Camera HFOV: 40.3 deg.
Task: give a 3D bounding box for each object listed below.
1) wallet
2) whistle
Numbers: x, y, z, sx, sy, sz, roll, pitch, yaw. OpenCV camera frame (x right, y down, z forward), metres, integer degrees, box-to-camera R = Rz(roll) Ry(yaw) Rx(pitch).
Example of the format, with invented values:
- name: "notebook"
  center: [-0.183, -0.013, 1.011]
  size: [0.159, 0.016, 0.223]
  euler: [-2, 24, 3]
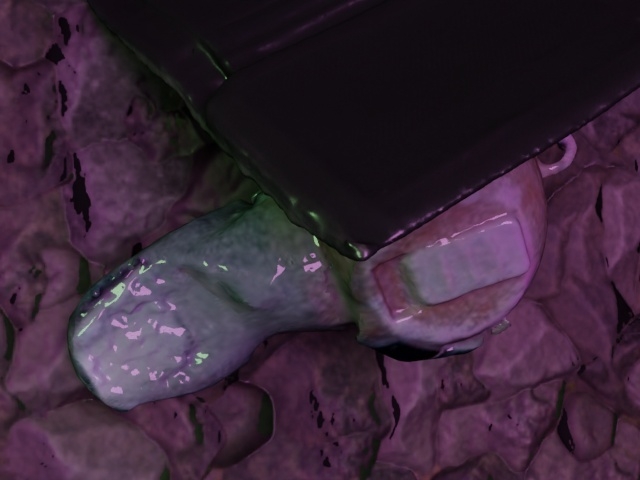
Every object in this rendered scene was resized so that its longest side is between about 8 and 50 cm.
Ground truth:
- name: "wallet"
  center: [0.019, -0.132, 0.527]
  size: [0.247, 0.323, 0.041]
  euler: [-33, 137, -19]
- name: "whistle"
  center: [0.000, 0.000, 0.571]
  size: [0.347, 0.189, 0.189]
  euler: [-23, 93, 1]
